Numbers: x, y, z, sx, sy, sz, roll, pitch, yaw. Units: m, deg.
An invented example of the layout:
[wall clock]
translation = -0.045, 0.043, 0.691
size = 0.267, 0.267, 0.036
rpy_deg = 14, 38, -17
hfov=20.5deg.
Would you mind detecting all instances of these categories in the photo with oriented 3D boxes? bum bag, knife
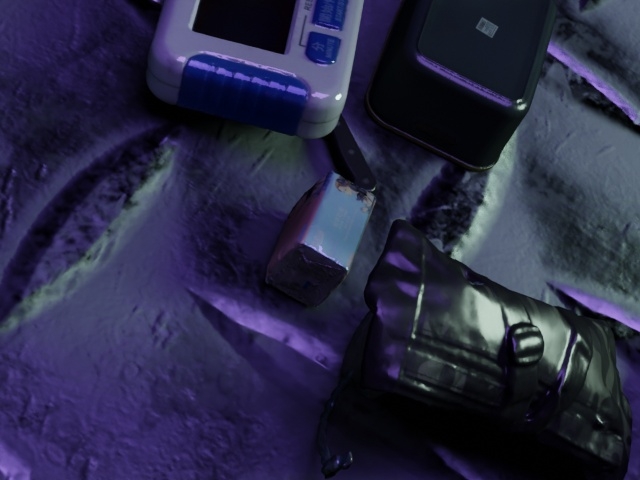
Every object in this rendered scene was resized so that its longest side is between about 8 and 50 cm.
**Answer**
[bum bag]
translation = 0.152, 0.094, 1.416
size = 0.340, 0.095, 0.144
rpy_deg = 25, 64, -39
[knife]
translation = -0.022, -0.130, 1.626
size = 0.072, 0.019, 0.245
rpy_deg = -11, 58, -28

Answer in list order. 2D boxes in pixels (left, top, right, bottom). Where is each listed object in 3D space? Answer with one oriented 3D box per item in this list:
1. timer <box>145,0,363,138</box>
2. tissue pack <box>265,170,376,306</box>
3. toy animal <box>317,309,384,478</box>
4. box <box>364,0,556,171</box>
[timer]
translation = -0.054, -0.202, 1.612
size = 0.178, 0.078, 0.253
rpy_deg = 15, 47, -4
[tissue pack]
translation = 0.000, 0.000, 1.498
size = 0.058, 0.074, 0.094
rpy_deg = 32, 46, -11
[toy animal]
translation = 0.046, 0.102, 1.436
size = 0.070, 0.079, 0.253
rpy_deg = 35, 47, 8
[box]
translation = 0.139, -0.180, 1.693
size = 0.144, 0.090, 0.201
rpy_deg = 27, 48, -5
